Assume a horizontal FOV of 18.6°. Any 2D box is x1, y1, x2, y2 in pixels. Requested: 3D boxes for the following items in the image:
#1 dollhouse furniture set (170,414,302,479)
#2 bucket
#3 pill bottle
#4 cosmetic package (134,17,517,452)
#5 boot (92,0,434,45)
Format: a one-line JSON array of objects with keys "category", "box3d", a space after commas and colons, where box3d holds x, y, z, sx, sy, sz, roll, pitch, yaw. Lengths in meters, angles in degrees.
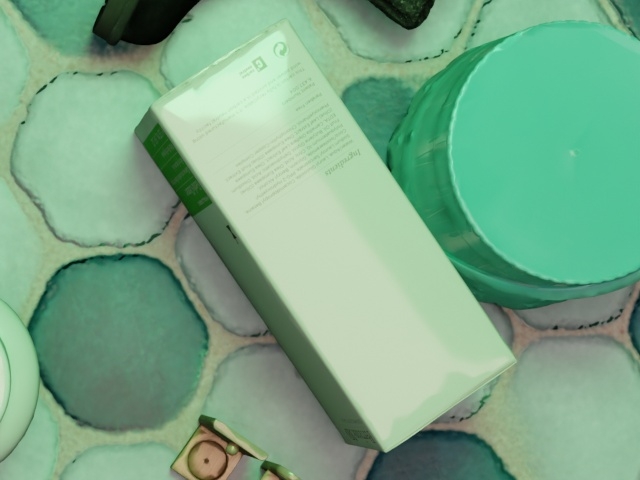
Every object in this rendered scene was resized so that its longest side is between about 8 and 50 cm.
[{"category": "dollhouse furniture set", "box3d": [-0.085, 0.262, 1.772, 0.144, 0.123, 0.151, 35, 81, -6]}, {"category": "bucket", "box3d": [0.212, -0.070, 1.818, 0.281, 0.183, 0.281, 1, 86, -10]}, {"category": "pill bottle", "box3d": [-0.325, 0.118, 1.639, 0.176, 0.318, 0.176, 1, 86, -9]}, {"category": "cosmetic package", "box3d": [0.000, 0.000, 1.770, 0.155, 0.197, 0.365, -34, 91, -11]}, {"category": "boot", "box3d": [-0.021, -0.262, 1.815, 0.260, 0.131, 0.348, 38, 80, -6]}]
